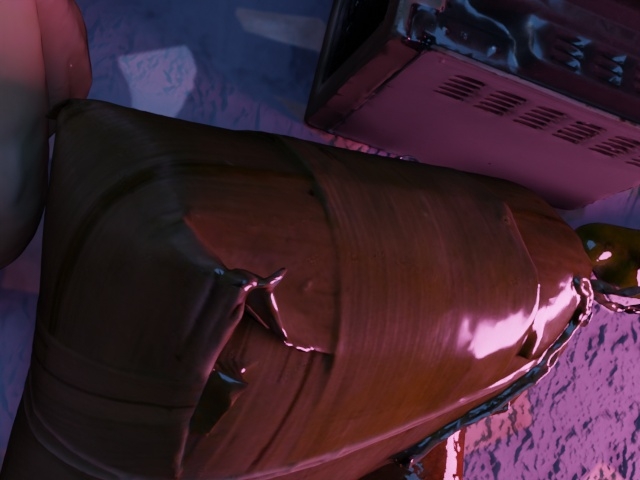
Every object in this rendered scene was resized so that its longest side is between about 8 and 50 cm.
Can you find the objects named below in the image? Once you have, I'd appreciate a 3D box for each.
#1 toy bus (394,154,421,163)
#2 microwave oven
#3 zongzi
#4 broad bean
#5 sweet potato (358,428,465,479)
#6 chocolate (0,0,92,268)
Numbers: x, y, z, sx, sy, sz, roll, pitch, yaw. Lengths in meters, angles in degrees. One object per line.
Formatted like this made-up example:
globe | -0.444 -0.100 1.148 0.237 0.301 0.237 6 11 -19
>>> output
toy bus | 0.000 0.000 0.687 0.195 0.081 0.089 -19 96 -21
microwave oven | 0.172 -0.239 0.715 0.287 0.218 0.354 18 75 -14
zongzi | 0.009 0.105 0.608 0.447 0.418 0.181 4 35 -37
broad bean | 0.328 -0.022 0.809 0.292 0.049 0.144 -37 103 -25
sweet potato | 0.072 0.132 0.677 0.097 0.097 0.291 26 72 -12
chocolate | -0.268 -0.098 0.484 0.297 0.326 0.314 -7 123 -17
